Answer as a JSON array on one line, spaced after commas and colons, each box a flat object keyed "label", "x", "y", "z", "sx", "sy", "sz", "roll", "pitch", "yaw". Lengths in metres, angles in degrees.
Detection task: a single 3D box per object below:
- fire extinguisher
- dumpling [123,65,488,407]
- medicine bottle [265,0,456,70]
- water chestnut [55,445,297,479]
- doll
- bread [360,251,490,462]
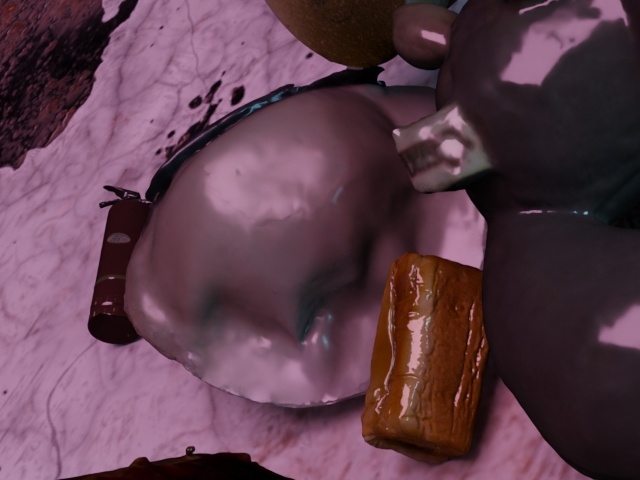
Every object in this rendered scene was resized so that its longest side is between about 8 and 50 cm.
[{"label": "fire extinguisher", "x": -0.160, "y": 0.013, "z": 1.100, "sx": 0.078, "sy": 0.045, "sz": 0.157, "roll": -1, "pitch": 51, "yaw": 5}, {"label": "dumpling", "x": -0.008, "y": -0.015, "z": 0.909, "sx": 0.293, "sy": 0.163, "sz": 0.204, "roll": -29, "pitch": 35, "yaw": -7}, {"label": "medicine bottle", "x": 0.100, "y": -0.278, "z": 0.974, "sx": 0.151, "sy": 0.151, "sz": 0.322, "roll": 10, "pitch": 44, "yaw": 44}, {"label": "water chestnut", "x": -0.074, "y": 0.274, "z": 0.621, "sx": 0.302, "sy": 0.350, "sz": 0.350, "roll": 26, "pitch": 75, "yaw": 27}, {"label": "doll", "x": 0.255, "y": -0.075, "z": 0.744, "sx": 0.382, "sy": 0.252, "sz": 0.378, "roll": -24, "pitch": 77, "yaw": 27}, {"label": "bread", "x": 0.070, "y": 0.074, "z": 0.819, "sx": 0.053, "sy": 0.074, "sz": 0.132, "roll": -19, "pitch": 58, "yaw": 62}]
